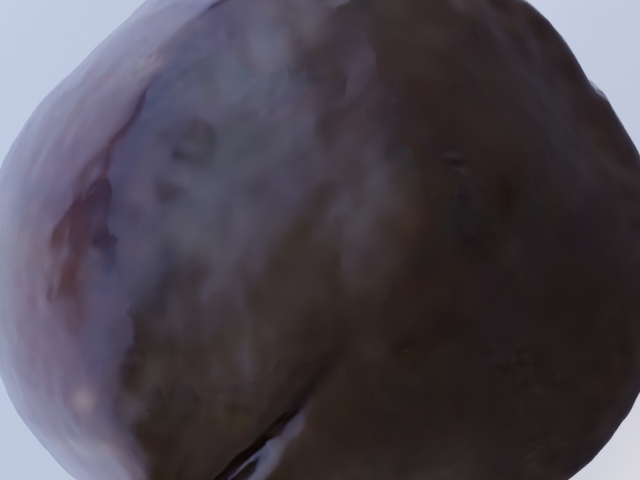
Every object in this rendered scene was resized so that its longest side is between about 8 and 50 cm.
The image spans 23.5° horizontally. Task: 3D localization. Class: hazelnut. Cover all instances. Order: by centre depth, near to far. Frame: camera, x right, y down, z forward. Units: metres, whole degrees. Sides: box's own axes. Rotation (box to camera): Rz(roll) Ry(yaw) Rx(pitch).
[{"bbox_3d":[0.000,0.000,0.820,0.372,0.372,0.315,-10,-70,-73],"label":"hazelnut"}]
